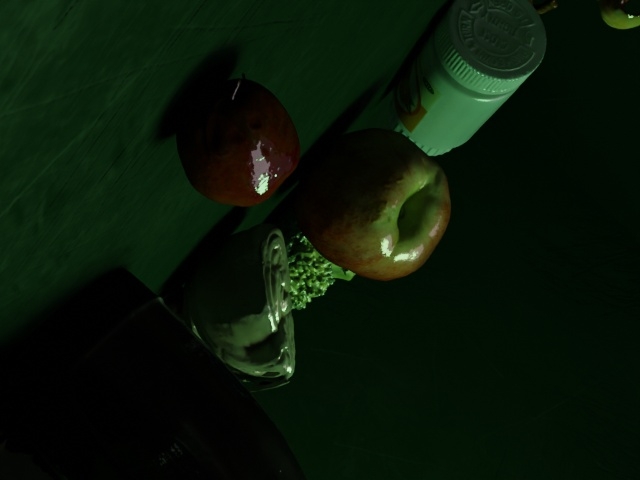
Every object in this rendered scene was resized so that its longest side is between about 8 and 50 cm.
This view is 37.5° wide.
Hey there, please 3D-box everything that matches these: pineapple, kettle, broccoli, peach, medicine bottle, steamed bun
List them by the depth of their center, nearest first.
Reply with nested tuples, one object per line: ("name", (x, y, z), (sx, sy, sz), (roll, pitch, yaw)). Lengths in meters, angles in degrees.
("kettle", (-0.131, 0.211, 0.803), (0.228, 0.324, 0.321), (-47, 178, -9))
("steamed bun", (-0.108, 0.091, 1.226), (0.144, 0.211, 0.218), (-6, 176, -3))
("pineapple", (-0.203, 0.112, 1.300), (0.116, 0.069, 0.137), (-53, -175, 14))
("peach", (0.066, -0.061, 1.425), (0.232, 0.232, 0.256), (-47, -148, -16))
("medicine bottle", (0.216, -0.253, 1.483), (0.158, 0.158, 0.318), (-46, 178, -22))
("broccoli", (-0.002, -0.003, 1.612), (0.226, 0.176, 0.198), (-31, 178, -16))

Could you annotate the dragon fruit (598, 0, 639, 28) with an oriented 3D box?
("dragon fruit", (0.323, -0.344, 0.885), (0.290, 0.189, 0.290), (-40, -168, 10))

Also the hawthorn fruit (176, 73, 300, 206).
("hawthorn fruit", (-0.057, -0.070, 0.618), (0.081, 0.081, 0.093), (-47, 149, -12))

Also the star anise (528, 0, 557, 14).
("star anise", (0.322, -0.409, 1.609), (0.196, 0.111, 0.212), (-40, -172, 30))
